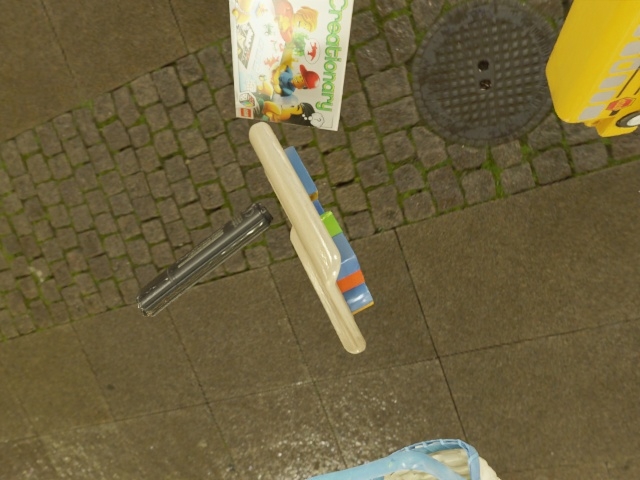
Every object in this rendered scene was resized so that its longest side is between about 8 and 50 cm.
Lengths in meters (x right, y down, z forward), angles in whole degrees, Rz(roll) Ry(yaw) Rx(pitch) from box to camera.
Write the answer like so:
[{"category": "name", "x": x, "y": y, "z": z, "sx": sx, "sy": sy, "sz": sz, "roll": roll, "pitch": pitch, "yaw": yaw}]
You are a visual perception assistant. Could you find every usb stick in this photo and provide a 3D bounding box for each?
[{"category": "usb stick", "x": -0.203, "y": 0.031, "z": 0.945, "sx": 0.278, "sy": 0.077, "sz": 0.045, "roll": -38, "pitch": 115, "yaw": -1}]

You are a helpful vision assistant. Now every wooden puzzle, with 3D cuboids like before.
[{"category": "wooden puzzle", "x": 0.000, "y": 0.000, "z": 0.945, "sx": 0.081, "sy": 0.347, "sz": 0.322, "roll": -25, "pitch": 59, "yaw": -5}]

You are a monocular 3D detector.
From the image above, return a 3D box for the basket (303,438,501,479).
[{"category": "basket", "x": 0.144, "y": 0.415, "z": 0.847, "sx": 0.289, "sy": 0.201, "sz": 0.255, "roll": 33, "pitch": 134, "yaw": -28}]

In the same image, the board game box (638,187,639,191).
[{"category": "board game box", "x": 0.537, "y": -0.091, "z": 0.737, "sx": 0.060, "sy": 0.194, "sz": 0.194, "roll": -44, "pitch": 75, "yaw": -8}]

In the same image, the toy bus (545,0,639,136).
[{"category": "toy bus", "x": 0.359, "y": -0.232, "z": 0.634, "sx": 0.130, "sy": 0.332, "sz": 0.108, "roll": -9, "pitch": 74, "yaw": 7}]

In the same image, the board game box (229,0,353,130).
[{"category": "board game box", "x": -0.050, "y": -0.329, "z": 0.910, "sx": 0.193, "sy": 0.053, "sz": 0.305, "roll": 8, "pitch": 141, "yaw": 1}]
